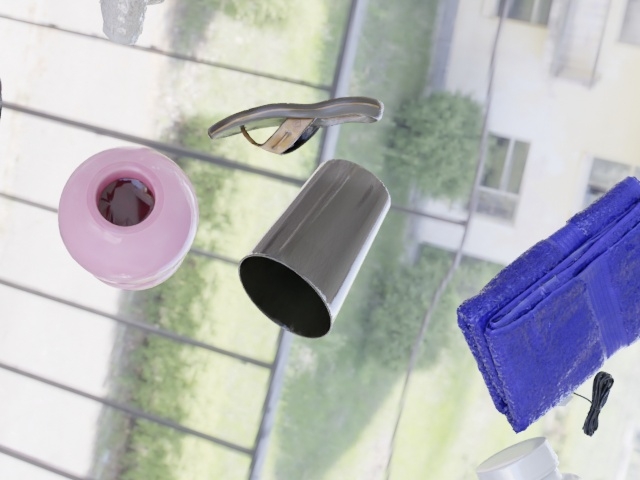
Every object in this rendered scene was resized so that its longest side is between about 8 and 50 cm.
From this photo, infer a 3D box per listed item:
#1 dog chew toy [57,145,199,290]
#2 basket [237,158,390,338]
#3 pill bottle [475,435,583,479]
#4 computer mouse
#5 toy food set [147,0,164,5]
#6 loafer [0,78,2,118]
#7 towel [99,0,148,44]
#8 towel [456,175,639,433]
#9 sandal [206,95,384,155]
[{"bbox_3d":[-0.290,-0.015,1.691,0.332,0.207,0.206,109,2,-73],"label":"dog chew toy"},{"bbox_3d":[0.000,0.000,1.639,0.227,0.154,0.204,-59,154,-27],"label":"basket"},{"bbox_3d":[0.325,0.418,1.519,0.272,0.152,0.152,64,24,2],"label":"pill bottle"},{"bbox_3d":[0.372,0.232,1.726,0.042,0.193,0.106,-132,-115,-76],"label":"computer mouse"},{"bbox_3d":[-0.345,-0.491,1.654,0.306,0.092,0.219,0,83,-60],"label":"toy food set"},{"bbox_3d":[-0.424,-0.059,1.230,0.109,0.095,0.302,16,81,-38],"label":"loafer"},{"bbox_3d":[-0.206,-0.348,1.176,0.282,0.049,0.187,-109,-152,-56],"label":"towel"},{"bbox_3d":[0.336,0.089,1.417,0.308,0.076,0.227,-35,120,-13],"label":"towel"},{"bbox_3d":[-0.031,-0.135,1.336,0.090,0.219,0.060,45,40,-88],"label":"sandal"}]
